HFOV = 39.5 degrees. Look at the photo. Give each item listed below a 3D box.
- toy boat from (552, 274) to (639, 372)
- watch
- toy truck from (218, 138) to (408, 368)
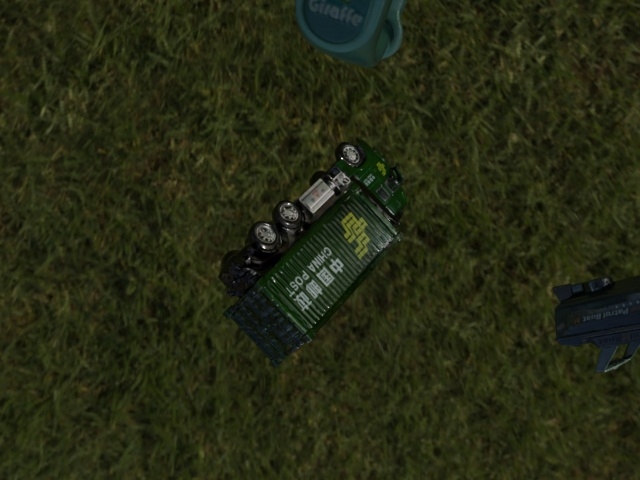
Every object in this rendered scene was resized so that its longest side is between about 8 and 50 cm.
[{"bbox_3d":[0.361,0.076,0.933,0.246,0.093,0.103,-19,84,47],"label":"toy boat"},{"bbox_3d":[0.042,-0.224,0.615,0.068,0.195,0.237,19,129,6],"label":"watch"},{"bbox_3d":[0.000,0.000,0.944,0.121,0.259,0.088,46,138,-2],"label":"toy truck"}]
